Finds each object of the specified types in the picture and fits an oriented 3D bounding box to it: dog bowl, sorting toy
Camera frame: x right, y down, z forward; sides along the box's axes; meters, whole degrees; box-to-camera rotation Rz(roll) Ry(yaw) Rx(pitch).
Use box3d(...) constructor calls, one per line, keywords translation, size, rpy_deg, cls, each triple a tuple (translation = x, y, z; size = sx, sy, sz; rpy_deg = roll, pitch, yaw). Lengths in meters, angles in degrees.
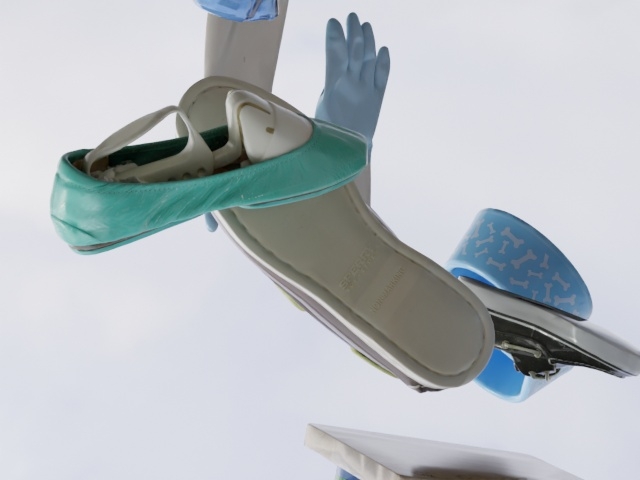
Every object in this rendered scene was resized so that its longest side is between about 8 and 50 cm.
box3d(translation=(0.203, 0.081, 2.079), size=(0.166, 0.297, 0.074), rpy_deg=(40, -112, 17), cls="dog bowl")
box3d(translation=(0.137, 0.259, 1.827), size=(0.257, 0.089, 0.255), rpy_deg=(10, -178, -21), cls="sorting toy")

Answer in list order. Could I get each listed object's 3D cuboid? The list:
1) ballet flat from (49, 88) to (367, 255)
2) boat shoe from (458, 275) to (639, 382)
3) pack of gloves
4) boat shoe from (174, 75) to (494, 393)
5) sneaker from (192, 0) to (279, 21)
box3d(translation=(-0.078, -0.061, 1.369), size=(0.247, 0.087, 0.083), rpy_deg=(-16, -146, -15), cls="ballet flat")
box3d(translation=(0.223, 0.102, 1.882), size=(0.219, 0.070, 0.078), rpy_deg=(22, -173, 32), cls="boat shoe")
box3d(translation=(-0.017, -0.105, 1.702), size=(0.195, 0.232, 0.046), rpy_deg=(8, 176, -31), cls="pack of gloves")
box3d(translation=(0.000, 0.000, 1.533), size=(0.116, 0.324, 0.097), rpy_deg=(-50, -172, -17), cls="boat shoe")
box3d(translation=(-0.019, -0.228, 1.150), size=(0.082, 0.209, 0.069), rpy_deg=(13, -152, -24), cls="sneaker")
